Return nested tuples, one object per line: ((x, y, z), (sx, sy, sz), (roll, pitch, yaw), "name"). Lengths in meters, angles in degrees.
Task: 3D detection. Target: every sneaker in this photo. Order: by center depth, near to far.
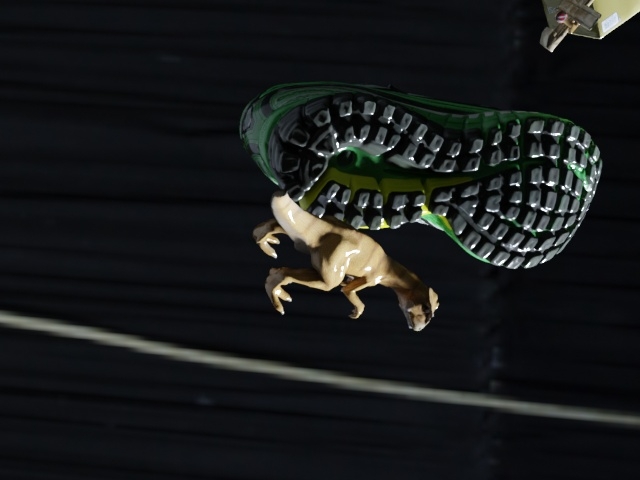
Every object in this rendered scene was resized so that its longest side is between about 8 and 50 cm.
((0.092, -0.074, 1.298), (0.146, 0.343, 0.134), (41, -67, 55), "sneaker")

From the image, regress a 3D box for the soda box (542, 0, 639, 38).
((0.268, -0.240, 1.307), (0.181, 0.061, 0.058), (-35, 123, -25), "soda box")

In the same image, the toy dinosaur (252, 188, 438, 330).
((0.000, 0.000, 1.054), (0.211, 0.112, 0.064), (32, 53, -44), "toy dinosaur")

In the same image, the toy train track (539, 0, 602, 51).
((0.138, -0.133, 0.787), (0.083, 0.014, 0.048), (-51, -157, 8), "toy train track")
